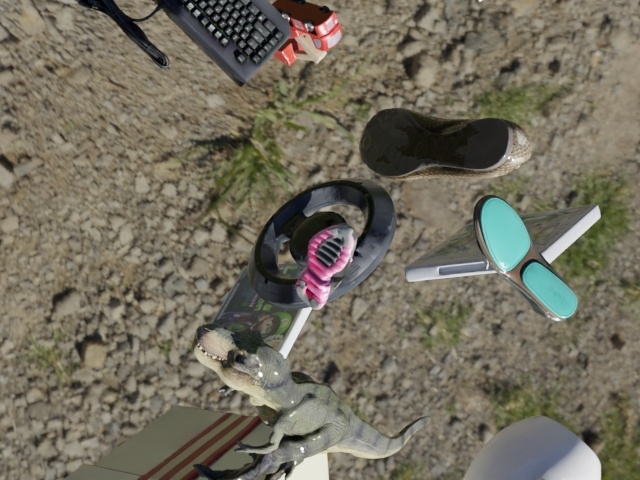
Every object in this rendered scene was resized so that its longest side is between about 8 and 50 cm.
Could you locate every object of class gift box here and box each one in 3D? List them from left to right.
[{"bbox_3d":[-0.126,0.367,1.049,0.258,0.255,0.276,-28,113,-60],"label":"gift box"}]

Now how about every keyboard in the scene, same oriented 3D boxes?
[{"bbox_3d":[-0.208,-0.343,1.291,0.317,0.033,0.201,44,78,-11],"label":"keyboard"}]

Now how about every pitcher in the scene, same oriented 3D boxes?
[{"bbox_3d":[0.189,0.272,0.907,0.125,0.178,0.207,39,73,12],"label":"pitcher"}]

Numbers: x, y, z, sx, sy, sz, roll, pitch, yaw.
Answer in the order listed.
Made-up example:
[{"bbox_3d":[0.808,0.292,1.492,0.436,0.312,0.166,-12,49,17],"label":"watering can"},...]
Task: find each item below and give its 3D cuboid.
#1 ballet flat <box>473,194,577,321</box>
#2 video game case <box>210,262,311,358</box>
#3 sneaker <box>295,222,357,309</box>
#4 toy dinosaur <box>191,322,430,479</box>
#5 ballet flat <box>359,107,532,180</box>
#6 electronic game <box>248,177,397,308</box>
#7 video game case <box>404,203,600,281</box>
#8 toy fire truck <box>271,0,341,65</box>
[{"bbox_3d":[0.339,0.038,1.630,0.095,0.096,0.280,-43,106,-16],"label":"ballet flat"},{"bbox_3d":[-0.089,0.108,1.444,0.022,0.173,0.190,59,43,-33],"label":"video game case"},{"bbox_3d":[0.015,0.019,0.966,0.057,0.047,0.119,-31,159,-40],"label":"sneaker"},{"bbox_3d":[-0.019,0.141,0.663,0.118,0.064,0.268,-39,143,13],"label":"toy dinosaur"},{"bbox_3d":[0.132,-0.103,1.008,0.058,0.250,0.084,9,90,-36],"label":"ballet flat"},{"bbox_3d":[0.000,0.000,1.282,0.229,0.229,0.048,-40,128,-6],"label":"electronic game"},{"bbox_3d":[0.374,0.003,1.881,0.329,0.300,0.036,-28,106,-52],"label":"video game case"},{"bbox_3d":[-0.028,-0.346,1.565,0.047,0.192,0.135,-45,136,-16],"label":"toy fire truck"}]
